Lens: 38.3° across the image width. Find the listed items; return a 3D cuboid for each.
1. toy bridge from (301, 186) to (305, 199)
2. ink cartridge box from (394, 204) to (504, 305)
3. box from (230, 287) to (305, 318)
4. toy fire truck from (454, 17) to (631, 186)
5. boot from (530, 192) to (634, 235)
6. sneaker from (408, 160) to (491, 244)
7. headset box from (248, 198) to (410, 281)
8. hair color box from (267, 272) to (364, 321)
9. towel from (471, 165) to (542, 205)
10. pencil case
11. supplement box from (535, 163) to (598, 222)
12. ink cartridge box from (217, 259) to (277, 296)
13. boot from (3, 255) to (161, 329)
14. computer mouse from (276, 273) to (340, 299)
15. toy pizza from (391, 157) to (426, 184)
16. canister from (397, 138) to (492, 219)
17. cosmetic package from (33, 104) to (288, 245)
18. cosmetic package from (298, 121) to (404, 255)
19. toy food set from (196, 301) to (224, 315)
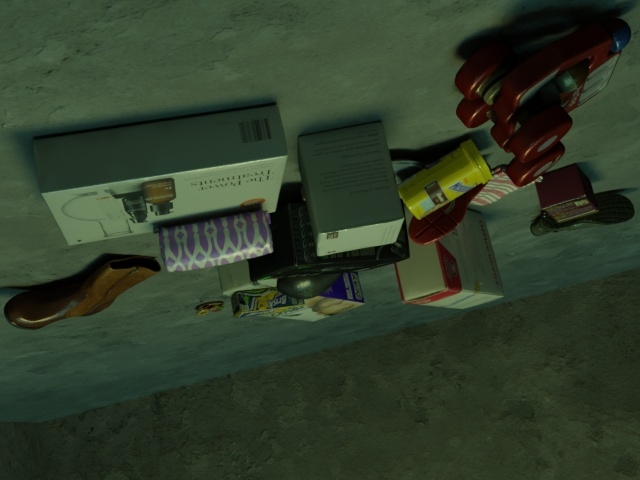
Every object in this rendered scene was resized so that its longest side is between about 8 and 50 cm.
[{"bbox_3d":[0.053,-0.096,1.770,0.188,0.026,0.063,-7,166,-19],"label":"toy bridge"},{"bbox_3d":[0.295,0.038,2.185,0.131,0.226,0.306,-21,162,30],"label":"ink cartridge box"},{"bbox_3d":[-0.128,0.149,2.242,0.169,0.054,0.059,-5,163,-25],"label":"box"},{"bbox_3d":[0.359,-0.240,1.435,0.254,0.169,0.302,-37,164,-1],"label":"toy fire truck"},{"bbox_3d":[0.683,-0.065,2.429,0.247,0.083,0.161,-7,172,2],"label":"boot"},{"bbox_3d":[0.272,-0.068,1.928,0.221,0.087,0.128,-43,169,-3],"label":"sneaker"},{"bbox_3d":[0.000,0.000,1.932,0.283,0.131,0.246,-3,173,-28],"label":"headset box"},{"bbox_3d":[-0.041,0.140,2.516,0.185,0.110,0.339,-21,164,26],"label":"hair color box"},{"bbox_3d":[0.382,-0.116,2.074,0.144,0.029,0.197,2,159,-39],"label":"towel"},{"bbox_3d":[-0.184,0.000,1.619,0.206,0.086,0.088,-8,-157,-6],"label":"pencil case"},{"bbox_3d":[0.576,-0.107,2.155,0.104,0.080,0.188,-18,164,22],"label":"supplement box"},{"bbox_3d":[-0.125,0.072,2.239,0.208,0.086,0.153,-18,164,17],"label":"ink cartridge box"},{"bbox_3d":[-0.536,0.116,2.071,0.264,0.096,0.280,4,157,-45],"label":"boot"},{"bbox_3d":[0.021,0.066,2.144,0.272,0.072,0.188,-25,154,-32],"label":"computer mouse"},{"bbox_3d":[0.109,-0.125,1.828,0.201,0.032,0.201,-12,165,-3],"label":"toy pizza"},{"bbox_3d":[0.241,-0.116,1.801,0.170,0.073,0.126,-31,163,9],"label":"canister"},{"bbox_3d":[-0.254,-0.100,1.525,0.377,0.097,0.284,-10,167,-9],"label":"cosmetic package"},{"bbox_3d":[0.050,-0.087,1.630,0.152,0.183,0.151,-11,165,-4],"label":"cosmetic package"},{"bbox_3d":[-0.317,0.195,2.654,0.083,0.020,0.082,-8,164,-15],"label":"toy food set"}]
